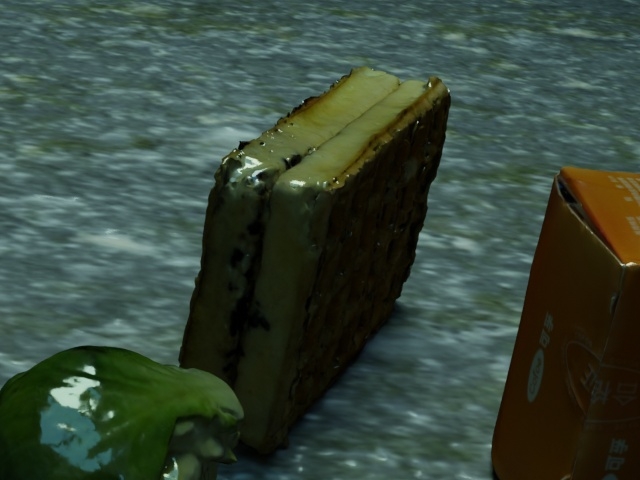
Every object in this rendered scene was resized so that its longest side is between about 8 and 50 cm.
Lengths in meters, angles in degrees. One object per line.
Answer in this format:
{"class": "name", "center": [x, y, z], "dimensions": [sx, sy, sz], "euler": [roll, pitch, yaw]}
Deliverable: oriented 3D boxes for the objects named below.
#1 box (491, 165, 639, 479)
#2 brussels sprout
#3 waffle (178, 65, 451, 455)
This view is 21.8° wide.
{"class": "box", "center": [0.306, 0.087, 1.130], "dimensions": [0.341, 0.225, 0.143], "euler": [4, 26, -13]}
{"class": "brussels sprout", "center": [-0.133, 0.133, 0.986], "dimensions": [0.145, 0.131, 0.183], "euler": [19, 30, 9]}
{"class": "waffle", "center": [0.001, 0.000, 1.230], "dimensions": [0.091, 0.213, 0.308], "euler": [19, 25, 13]}
